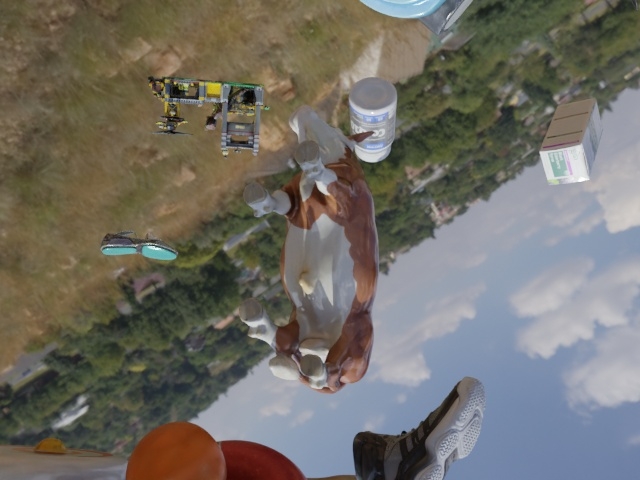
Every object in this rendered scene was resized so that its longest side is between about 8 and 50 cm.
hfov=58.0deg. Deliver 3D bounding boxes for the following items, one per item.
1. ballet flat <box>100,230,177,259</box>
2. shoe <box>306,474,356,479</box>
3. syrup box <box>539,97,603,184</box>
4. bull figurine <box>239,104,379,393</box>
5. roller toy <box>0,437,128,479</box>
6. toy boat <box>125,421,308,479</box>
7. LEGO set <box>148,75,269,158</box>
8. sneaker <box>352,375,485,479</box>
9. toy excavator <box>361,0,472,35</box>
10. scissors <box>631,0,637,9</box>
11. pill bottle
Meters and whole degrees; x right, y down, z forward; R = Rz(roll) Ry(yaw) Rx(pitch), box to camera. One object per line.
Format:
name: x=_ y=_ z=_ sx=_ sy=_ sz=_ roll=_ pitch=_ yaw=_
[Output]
ballet flat: x=-0.279 y=0.004 z=0.895 sx=0.114 sy=0.041 sz=0.041 roll=6 pitch=155 yaw=-21
shoe: x=-0.013 y=0.485 z=1.100 sx=0.219 sy=0.058 sz=0.076 roll=-23 pitch=144 yaw=37
syrup box: x=0.592 y=-0.235 z=1.357 sx=0.096 sy=0.093 sz=0.237 roll=-5 pitch=-147 yaw=38
bull figurine: x=0.000 y=0.000 z=0.577 sx=0.101 sy=0.311 sz=0.188 roll=-8 pitch=173 yaw=23
roller toy: x=-0.315 y=0.297 z=0.643 sx=0.190 sy=0.147 sz=0.209 roll=7 pitch=162 yaw=-6
toy boat: x=-0.076 y=0.184 z=0.355 sx=0.150 sy=0.151 sz=0.231 roll=-12 pitch=-174 yaw=-1
LEGO set: x=-0.286 y=-0.323 z=1.529 sx=0.331 sy=0.192 sz=0.255 roll=0 pitch=-163 yaw=-19
sneaker: x=0.142 y=0.316 z=0.911 sx=0.101 sy=0.153 sz=0.269 roll=42 pitch=75 yaw=-45
toy excavator: x=0.148 y=-0.427 z=0.577 sx=0.433 sy=0.222 sz=0.445 roll=-47 pitch=179 yaw=30
scissors: x=0.542 y=-0.566 z=1.111 sx=0.021 sy=0.298 sz=0.109 roll=-12 pitch=179 yaw=-20
pill bottle: x=0.088 y=-0.198 z=0.970 sx=0.078 sy=0.078 sz=0.137 roll=-35 pitch=153 yaw=-14
